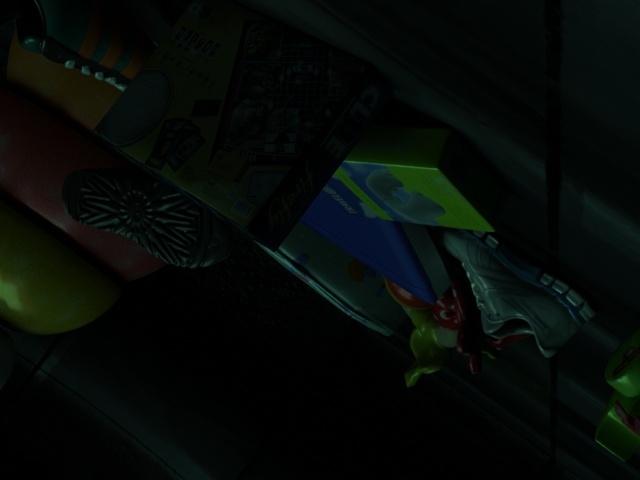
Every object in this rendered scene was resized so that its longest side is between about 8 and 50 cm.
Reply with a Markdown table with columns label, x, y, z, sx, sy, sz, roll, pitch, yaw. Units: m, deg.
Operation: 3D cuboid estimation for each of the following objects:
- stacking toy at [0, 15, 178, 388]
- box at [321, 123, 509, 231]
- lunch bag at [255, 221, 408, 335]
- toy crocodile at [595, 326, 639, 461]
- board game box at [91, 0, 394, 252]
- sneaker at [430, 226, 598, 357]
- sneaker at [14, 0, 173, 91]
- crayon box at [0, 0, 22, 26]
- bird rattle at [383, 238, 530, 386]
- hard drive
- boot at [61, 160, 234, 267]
| label | x | y | z | sx | sy | sz | roll | pitch | yaw |
| --- | --- | --- | --- | --- | --- | --- | --- | --- | --- |
| stacking toy | -0.289 | -0.023 | 1.848 | 0.350 | 0.480 | 0.350 | 37 | 175 | 4 |
| box | 0.056 | -0.057 | 1.450 | 0.178 | 0.042 | 0.109 | 7 | 156 | 38 |
| lunch bag | 0.000 | 0.000 | 2.182 | 0.279 | 0.108 | 0.224 | 39 | 179 | -4 |
| toy crocodile | 0.320 | 0.151 | 1.472 | 0.115 | 0.105 | 0.340 | 38 | 174 | -11 |
| board game box | -0.070 | -0.107 | 1.443 | 0.243 | 0.165 | 0.042 | 32 | 173 | 46 |
| sneaker | 0.169 | 0.046 | 1.665 | 0.190 | 0.083 | 0.071 | 35 | 177 | 34 |
| sneaker | -0.211 | -0.197 | 1.573 | 0.302 | 0.121 | 0.108 | 53 | 176 | -39 |
| crayon box | -0.372 | -0.316 | 1.384 | 0.203 | 0.083 | 0.323 | 27 | 145 | 61 |
| bird rattle | 0.123 | 0.067 | 1.936 | 0.207 | 0.143 | 0.253 | 52 | 174 | 10 |
| hard drive | 0.002 | -0.074 | 1.660 | 0.210 | 0.040 | 0.319 | 33 | 165 | 33 |
| boot | -0.113 | -0.050 | 1.594 | 0.189 | 0.076 | 0.208 | 24 | -158 | 24 |
